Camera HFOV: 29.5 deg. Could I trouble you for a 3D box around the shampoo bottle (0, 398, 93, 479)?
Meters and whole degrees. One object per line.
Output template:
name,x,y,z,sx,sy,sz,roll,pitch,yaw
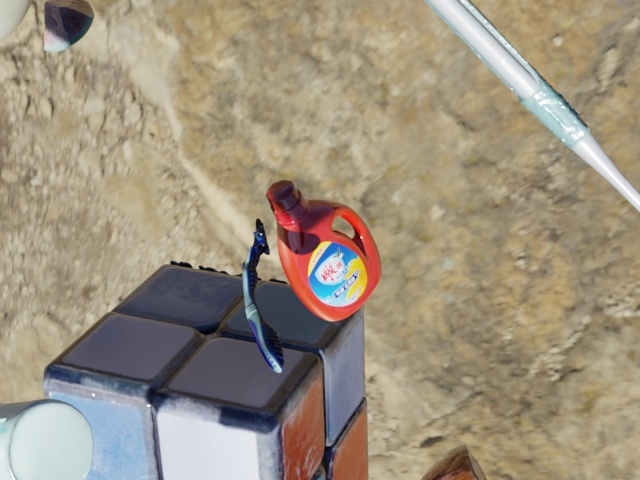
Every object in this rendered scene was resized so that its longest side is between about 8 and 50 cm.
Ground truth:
shampoo bottle,-0.159,0.086,0.471,0.069,0.191,0.041,46,51,-29

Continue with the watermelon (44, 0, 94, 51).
watermelon,-0.379,-0.319,1.778,0.092,0.084,0.072,-42,105,6

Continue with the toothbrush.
toothbrush,0.071,-0.046,0.384,0.167,0.011,0.014,45,29,-2

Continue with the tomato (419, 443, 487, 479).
tomato,0.191,0.436,1.574,0.144,0.338,0.338,-21,86,5

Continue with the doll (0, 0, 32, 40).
doll,-0.474,-0.256,1.276,0.370,0.215,0.226,-42,110,-22

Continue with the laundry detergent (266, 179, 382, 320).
laundry detergent,0.000,0.000,1.163,0.097,0.049,0.165,-46,133,-16

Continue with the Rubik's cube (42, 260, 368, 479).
Rubik's cube,-0.132,0.246,1.558,0.316,0.318,0.313,10,119,22

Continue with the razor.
razor,-0.052,0.053,1.049,0.028,0.044,0.154,-10,49,1
